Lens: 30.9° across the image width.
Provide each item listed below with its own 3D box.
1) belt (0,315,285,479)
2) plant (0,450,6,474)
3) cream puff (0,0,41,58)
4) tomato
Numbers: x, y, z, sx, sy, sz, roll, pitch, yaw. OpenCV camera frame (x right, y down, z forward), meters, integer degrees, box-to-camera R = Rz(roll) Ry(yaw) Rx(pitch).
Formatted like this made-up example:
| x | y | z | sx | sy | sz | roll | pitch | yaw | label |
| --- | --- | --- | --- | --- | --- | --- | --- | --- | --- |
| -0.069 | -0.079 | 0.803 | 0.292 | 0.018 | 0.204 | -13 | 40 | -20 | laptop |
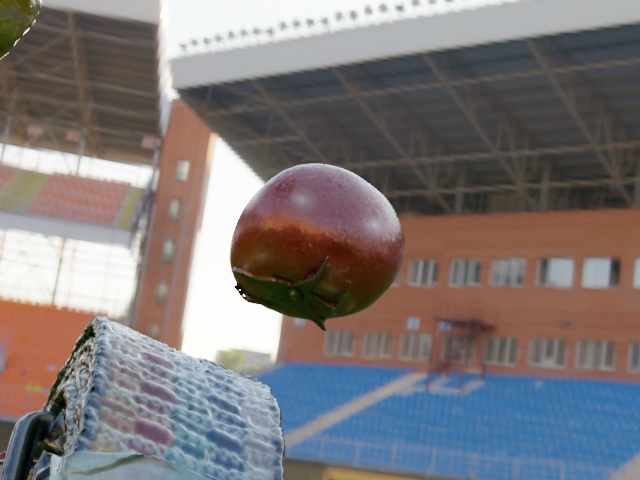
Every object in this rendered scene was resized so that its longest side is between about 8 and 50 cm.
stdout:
| x | y | z | sx | sy | sz | roll | pitch | yaw | label |
| --- | --- | --- | --- | --- | --- | --- | --- | --- | --- |
| -0.113 | 0.168 | 0.647 | 0.150 | 0.207 | 0.257 | 21 | 26 | -15 | belt |
| -0.311 | 0.276 | 1.190 | 0.116 | 0.104 | 0.122 | 49 | -19 | -1 | plant |
| -0.259 | -0.198 | 0.576 | 0.281 | 0.185 | 0.282 | 22 | 7 | -3 | cream puff |
| 0.000 | 0.000 | 1.120 | 0.167 | 0.167 | 0.167 | 8 | -12 | 2 | tomato |
